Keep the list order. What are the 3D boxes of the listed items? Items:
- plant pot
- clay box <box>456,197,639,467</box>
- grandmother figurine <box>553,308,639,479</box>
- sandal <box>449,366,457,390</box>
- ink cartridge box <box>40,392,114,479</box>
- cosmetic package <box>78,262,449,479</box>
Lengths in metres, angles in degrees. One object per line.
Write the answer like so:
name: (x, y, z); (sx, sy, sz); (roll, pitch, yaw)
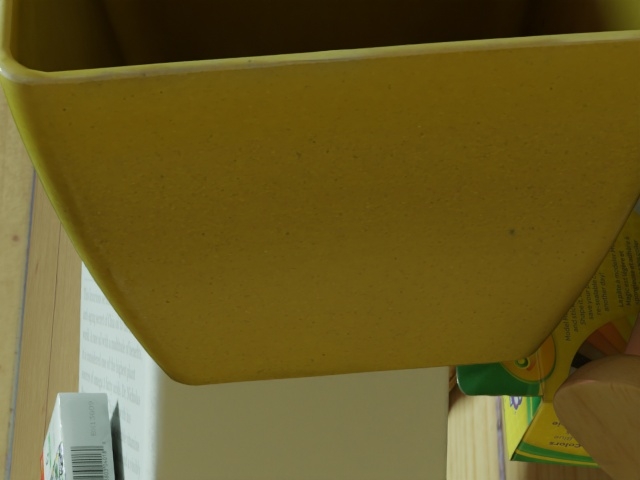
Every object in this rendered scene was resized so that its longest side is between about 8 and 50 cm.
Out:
plant pot: (0.004, -0.064, 0.714); (0.187, 0.212, 0.212); (89, 176, -46)
clay box: (0.154, 0.031, 0.818); (0.053, 0.222, 0.127); (108, 165, -52)
grandmother figurine: (0.213, -0.055, 0.772); (0.104, 0.207, 0.342); (83, -154, -55)
sandal: (0.074, 0.085, 1.366); (0.180, 0.049, 0.072); (98, 177, -49)
ink cartridge box: (-0.133, 0.135, 1.061); (0.115, 0.029, 0.063); (115, 152, -54)
cosmetic package: (-0.040, 0.131, 1.082); (0.230, 0.161, 0.453); (-176, 87, -74)
